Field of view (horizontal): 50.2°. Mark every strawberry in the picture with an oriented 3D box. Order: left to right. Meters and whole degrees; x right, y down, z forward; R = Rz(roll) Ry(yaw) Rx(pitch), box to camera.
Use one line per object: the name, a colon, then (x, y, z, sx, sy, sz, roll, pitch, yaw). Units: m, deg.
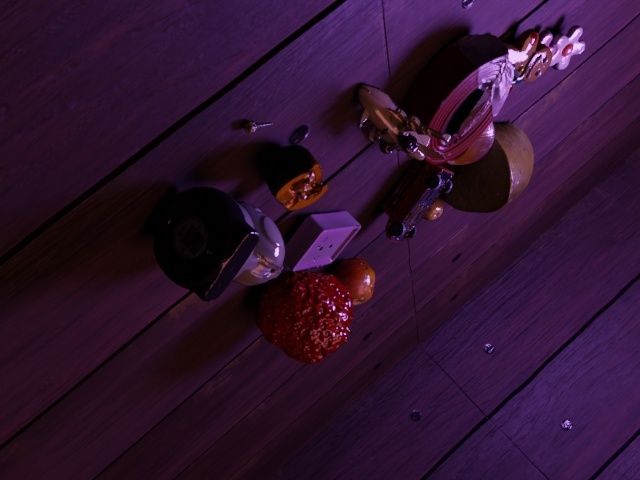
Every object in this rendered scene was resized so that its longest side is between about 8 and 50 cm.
strawberry: (-0.053, 0.198, 1.843, 0.277, 0.257, 0.257, 19, 118, -30)

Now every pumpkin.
pumpkin: (-0.059, -0.139, 1.428, 0.119, 0.108, 0.183, -36, 163, -1)

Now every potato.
potato: (0.589, -0.217, 2.177, 0.280, 0.213, 0.330, -25, 151, -34)

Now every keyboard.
keyboard: (-0.055, -0.018, 1.742, 0.155, 0.010, 0.053, -36, 156, -17)

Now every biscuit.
biscuit: (0.505, -0.460, 1.800, 0.301, 0.049, 0.197, -12, 143, -34)

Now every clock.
clock: (0.000, 0.000, 1.770, 0.150, 0.063, 0.197, -52, 158, 26)

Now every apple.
apple: (0.103, 0.121, 2.051, 0.146, 0.146, 0.146, -35, 154, -20)
apple: (0.345, -0.102, 2.152, 0.084, 0.071, 0.084, -33, 152, -20)

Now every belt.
belt: (0.330, -0.343, 1.654, 0.227, 0.115, 0.324, -1, 134, -43)

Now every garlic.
garlic: (0.438, -0.303, 1.964, 0.128, 0.090, 0.198, -13, 147, -29)

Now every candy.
candy: (-0.118, -0.223, 1.315, 0.023, 0.025, 0.083, -27, 180, 39)

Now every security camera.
security camera: (-0.182, 0.002, 1.371, 0.197, 0.191, 0.277, -55, 157, 12)

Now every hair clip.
hair clip: (0.643, -0.537, 1.927, 0.257, 0.075, 0.146, -22, 152, -32)

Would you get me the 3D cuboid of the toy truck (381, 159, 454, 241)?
toy truck: (0.264, -0.117, 1.954, 0.253, 0.114, 0.107, -54, 155, 17)

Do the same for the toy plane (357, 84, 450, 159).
toy plane: (0.166, -0.254, 1.532, 0.256, 0.242, 0.104, 27, 80, -36)
